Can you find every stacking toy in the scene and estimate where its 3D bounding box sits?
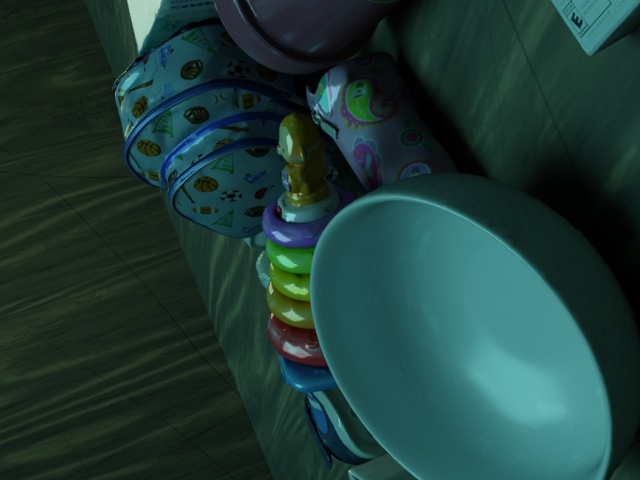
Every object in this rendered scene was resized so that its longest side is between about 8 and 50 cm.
[{"bbox_3d":[0.000,0.000,1.165,0.175,0.165,0.302,-108,4,-58],"label":"stacking toy"}]

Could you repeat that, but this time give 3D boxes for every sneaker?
[{"bbox_3d":[-0.040,0.096,1.971,0.086,0.085,0.237,50,179,-41],"label":"sneaker"},{"bbox_3d":[0.005,0.228,1.839,0.323,0.130,0.236,65,160,4],"label":"sneaker"}]

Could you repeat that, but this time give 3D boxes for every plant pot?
[{"bbox_3d":[0.008,-0.291,1.143,0.180,0.201,0.201,-8,101,59],"label":"plant pot"}]

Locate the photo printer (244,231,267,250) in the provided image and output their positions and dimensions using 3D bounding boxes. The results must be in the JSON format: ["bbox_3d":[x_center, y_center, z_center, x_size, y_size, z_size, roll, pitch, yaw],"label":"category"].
[{"bbox_3d":[-0.121,-0.141,1.898,0.307,0.107,0.256,103,145,-63],"label":"photo printer"}]

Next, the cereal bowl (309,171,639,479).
[{"bbox_3d":[0.157,0.083,1.015,0.339,0.141,0.339,28,135,33],"label":"cereal bowl"}]

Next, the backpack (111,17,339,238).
[{"bbox_3d":[-0.119,-0.139,1.358,0.276,0.263,0.213,-38,46,28],"label":"backpack"}]

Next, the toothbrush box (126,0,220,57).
[{"bbox_3d":[-0.124,-0.337,1.370,0.295,0.216,0.126,162,95,-74],"label":"toothbrush box"}]

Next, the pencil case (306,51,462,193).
[{"bbox_3d":[0.087,-0.084,1.209,0.124,0.124,0.284,93,153,-54],"label":"pencil case"}]

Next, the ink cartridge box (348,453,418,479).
[{"bbox_3d":[0.149,0.394,1.474,0.092,0.158,0.218,-171,63,-73],"label":"ink cartridge box"}]

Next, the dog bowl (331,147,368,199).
[{"bbox_3d":[0.011,-0.010,1.597,0.349,0.102,0.349,162,90,-75],"label":"dog bowl"}]

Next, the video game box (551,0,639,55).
[{"bbox_3d":[0.188,-0.252,0.741,0.187,0.048,0.205,57,162,8],"label":"video game box"}]
